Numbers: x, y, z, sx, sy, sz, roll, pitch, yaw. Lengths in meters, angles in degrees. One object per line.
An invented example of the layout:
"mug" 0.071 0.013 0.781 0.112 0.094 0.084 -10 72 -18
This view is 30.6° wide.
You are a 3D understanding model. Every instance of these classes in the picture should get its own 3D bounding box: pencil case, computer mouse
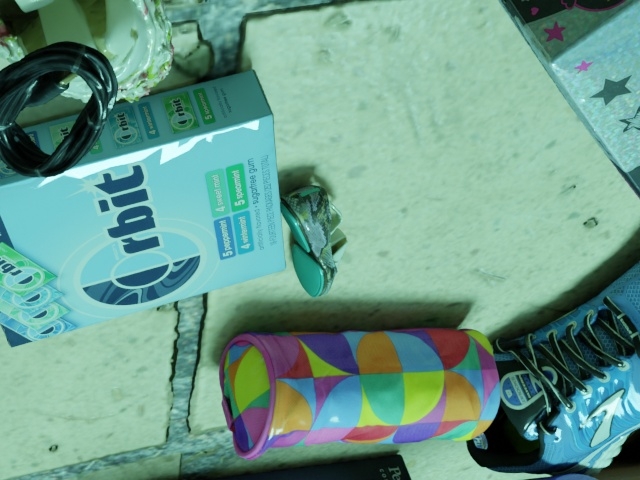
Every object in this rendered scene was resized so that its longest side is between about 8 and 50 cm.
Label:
"pencil case" 0.034 0.120 0.930 0.236 0.104 0.104 5 139 -33
"computer mouse" -0.180 -0.046 0.561 0.242 0.041 0.071 -17 126 35

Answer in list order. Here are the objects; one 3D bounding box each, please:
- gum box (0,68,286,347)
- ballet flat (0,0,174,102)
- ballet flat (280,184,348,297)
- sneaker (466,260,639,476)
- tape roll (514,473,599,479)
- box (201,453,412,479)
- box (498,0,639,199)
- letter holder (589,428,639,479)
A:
"gum box" -0.117 -0.015 0.699 0.184 0.041 0.157 -17 147 -9
"ballet flat" -0.127 -0.117 0.516 0.091 0.077 0.241 -26 147 4
"ballet flat" 0.000 0.000 0.793 0.041 0.041 0.114 -19 148 -4
"sneaker" 0.233 0.120 1.015 0.147 0.130 0.330 -4 143 -30
"tape roll" 0.213 0.311 1.066 0.189 0.189 0.080 10 160 -39
"box" -0.026 0.376 1.079 0.294 0.296 0.183 -1 141 -31
"box" 0.181 -0.120 0.607 0.142 0.163 0.247 -34 145 16
"letter holder" 0.396 0.217 1.228 0.302 0.152 0.214 -1 144 -28
